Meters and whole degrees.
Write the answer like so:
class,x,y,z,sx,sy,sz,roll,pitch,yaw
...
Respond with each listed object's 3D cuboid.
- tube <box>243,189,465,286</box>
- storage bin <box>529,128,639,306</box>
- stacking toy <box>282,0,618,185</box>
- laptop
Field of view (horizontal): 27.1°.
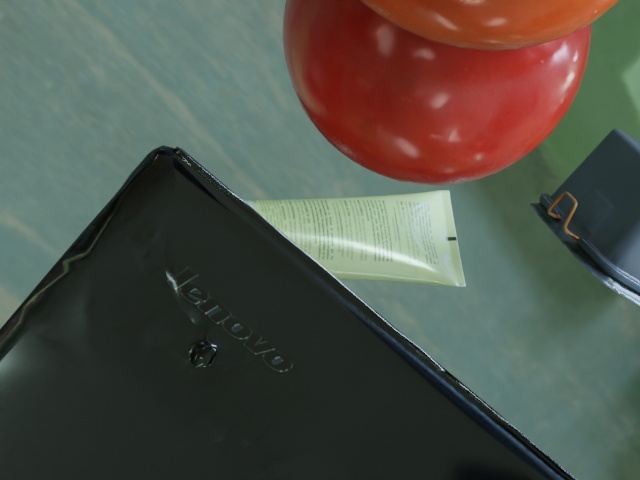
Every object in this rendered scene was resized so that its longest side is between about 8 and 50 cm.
class,x,y,z,sx,sy,sz,roll,pitch,yaw
tube,0.000,0.000,1.098,0.240,0.062,0.070,-1,104,-13
storage bin,0.231,-0.023,1.010,0.098,0.135,0.091,28,106,-28
stacking toy,0.045,-0.114,0.279,0.141,0.141,0.330,-31,161,-23
laptop,-0.070,0.208,0.766,0.236,0.382,0.408,-54,-170,-26
